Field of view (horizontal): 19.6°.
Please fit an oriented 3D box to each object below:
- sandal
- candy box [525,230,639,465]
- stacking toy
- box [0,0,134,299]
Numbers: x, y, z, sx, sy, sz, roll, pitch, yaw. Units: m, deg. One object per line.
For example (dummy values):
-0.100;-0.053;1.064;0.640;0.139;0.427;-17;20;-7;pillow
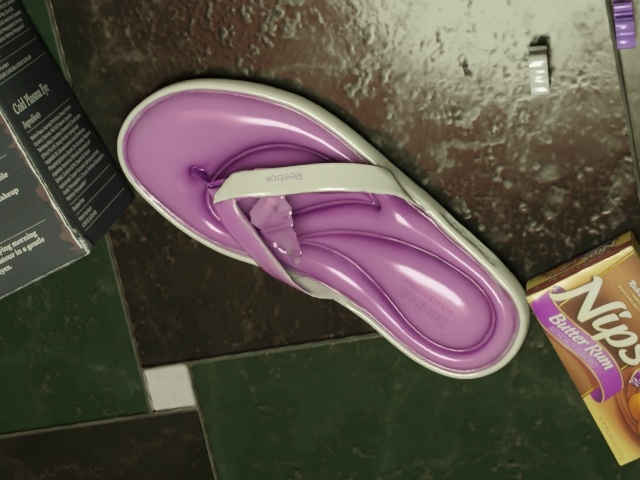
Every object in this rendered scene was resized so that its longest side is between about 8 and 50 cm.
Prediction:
0.007;-0.013;1.662;0.416;0.102;0.169;29;109;-1;sandal
0.277;0.098;1.682;0.109;0.053;0.187;-26;103;16;candy box
0.257;-0.230;1.586;0.167;0.052;0.221;-4;105;8;stacking toy
-0.401;-0.074;1.666;0.343;0.179;0.312;-26;103;15;box
